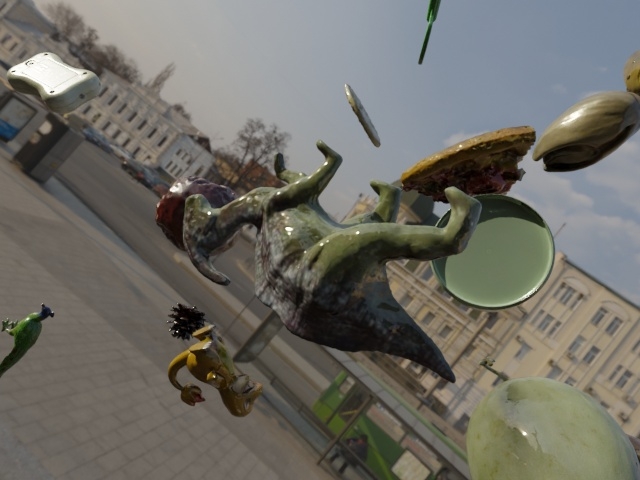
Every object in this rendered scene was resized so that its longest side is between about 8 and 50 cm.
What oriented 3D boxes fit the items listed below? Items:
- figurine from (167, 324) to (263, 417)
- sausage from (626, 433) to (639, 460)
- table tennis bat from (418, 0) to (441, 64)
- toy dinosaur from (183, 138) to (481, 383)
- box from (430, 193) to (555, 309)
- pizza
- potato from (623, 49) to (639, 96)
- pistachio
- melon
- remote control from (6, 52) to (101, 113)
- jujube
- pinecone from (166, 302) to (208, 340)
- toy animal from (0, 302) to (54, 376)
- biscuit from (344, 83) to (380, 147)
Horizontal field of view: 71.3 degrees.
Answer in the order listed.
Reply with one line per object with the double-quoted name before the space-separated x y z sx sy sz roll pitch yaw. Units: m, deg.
"figurine" -0.191 0.253 0.796 0.176 0.122 0.121 54 0 -15
"sausage" 0.629 0.458 0.944 0.354 0.115 0.134 -8 -24 39
"table tennis bat" 0.369 -0.728 1.513 0.039 0.160 0.256 12 -51 6
"toy dinosaur" 0.002 0.001 0.398 0.294 0.162 0.077 27 -4 33
"box" 0.341 0.029 0.904 0.226 0.226 0.149 39 4 23
"pizza" 0.526 -0.182 1.478 0.440 0.130 0.406 -17 -37 35
"potato" 0.843 -0.417 1.120 0.137 0.137 0.175 41 38 -10
"pistachio" 0.602 -0.246 1.014 0.138 0.238 0.153 39 29 -22
"melon" 0.370 0.367 0.725 0.272 0.271 0.308 40 40 1
"remote control" -0.347 -0.206 0.584 0.122 0.074 0.032 29 -32 23
"jujube" -0.390 -0.080 1.492 0.276 0.276 0.377 40 5 -6
"pinecone" -0.450 0.272 1.495 0.140 0.120 0.140 16 -16 5
"toy animal" -0.591 0.199 0.854 0.075 0.216 0.041 40 3 20
"biscuit" 0.094 -0.268 0.966 0.152 0.020 0.152 53 19 -27
